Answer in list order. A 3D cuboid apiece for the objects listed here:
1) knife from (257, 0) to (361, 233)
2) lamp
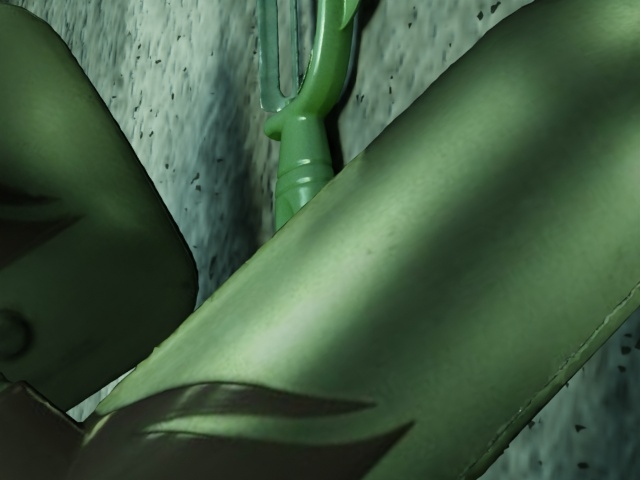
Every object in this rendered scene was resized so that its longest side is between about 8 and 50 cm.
[{"bbox_3d":[0.001,0.000,0.491,0.054,0.015,0.212,-25,62,58],"label":"knife"},{"bbox_3d":[-0.046,-0.009,0.425,0.124,0.203,0.283,58,172,-15],"label":"lamp"}]
